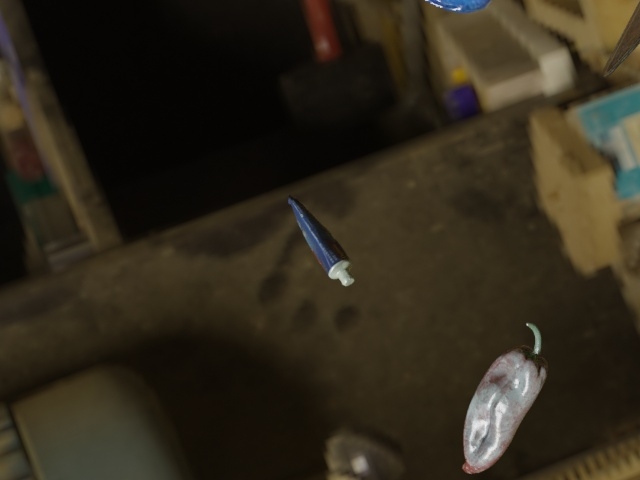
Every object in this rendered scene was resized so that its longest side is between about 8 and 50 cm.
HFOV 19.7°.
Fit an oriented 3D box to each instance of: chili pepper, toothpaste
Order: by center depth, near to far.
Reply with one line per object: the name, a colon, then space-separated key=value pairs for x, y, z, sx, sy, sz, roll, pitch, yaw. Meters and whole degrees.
toothpaste: x=0.000 y=0.000 z=1.290 sx=0.083 sy=0.019 sz=0.027 roll=55 pitch=180 yaw=30
chili pepper: x=0.156 y=0.142 z=1.591 sx=0.153 sy=0.041 sz=0.050 roll=-61 pitch=28 yaw=19

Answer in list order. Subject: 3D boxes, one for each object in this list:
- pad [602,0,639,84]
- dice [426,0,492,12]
pad: x=0.277 y=-0.264 z=1.223 sx=0.063 sy=0.315 sz=0.375 roll=33 pitch=144 yaw=-4
dice: x=0.126 y=-0.295 z=1.586 sx=0.146 sy=0.146 sz=0.143 roll=36 pitch=148 yaw=1
